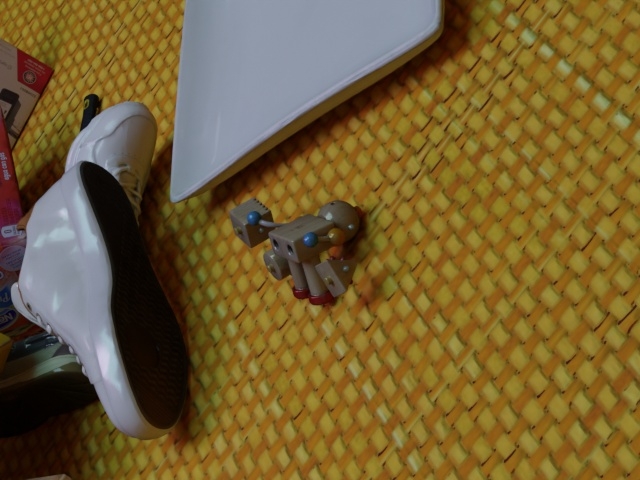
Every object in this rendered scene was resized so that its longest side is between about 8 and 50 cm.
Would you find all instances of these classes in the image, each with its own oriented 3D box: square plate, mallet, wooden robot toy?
[{"bbox_3d":[-0.006,-0.234,1.655,0.344,0.049,0.347,-32,42,37],"label":"square plate"},{"bbox_3d":[-0.259,-0.079,1.889,0.062,0.039,0.190,-36,36,27],"label":"mallet"},{"bbox_3d":[0.000,0.000,1.477,0.079,0.076,0.173,-31,26,-22],"label":"wooden robot toy"}]

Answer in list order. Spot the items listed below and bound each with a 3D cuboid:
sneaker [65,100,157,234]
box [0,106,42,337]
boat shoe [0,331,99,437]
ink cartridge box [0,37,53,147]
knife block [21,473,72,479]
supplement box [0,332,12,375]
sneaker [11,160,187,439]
[{"bbox_3d":[-0.201,-0.019,1.732,0.115,0.090,0.232,23,93,50],"label":"sneaker"},{"bbox_3d":[-0.370,-0.018,1.863,0.257,0.122,0.128,-113,16,-50],"label":"box"},{"bbox_3d":[-0.287,0.133,1.728,0.223,0.080,0.073,-20,45,38],"label":"boat shoe"},{"bbox_3d":[-0.394,-0.158,2.057,0.063,0.109,0.150,19,81,53],"label":"ink cartridge box"},{"bbox_3d":[-0.291,0.313,1.499,0.275,0.088,0.242,-14,29,47],"label":"knife block"},{"bbox_3d":[-0.458,0.223,1.638,0.357,0.194,0.195,-67,-8,17],"label":"supplement box"},{"bbox_3d":[-0.205,0.073,1.604,0.123,0.106,0.290,-35,51,20],"label":"sneaker"}]
